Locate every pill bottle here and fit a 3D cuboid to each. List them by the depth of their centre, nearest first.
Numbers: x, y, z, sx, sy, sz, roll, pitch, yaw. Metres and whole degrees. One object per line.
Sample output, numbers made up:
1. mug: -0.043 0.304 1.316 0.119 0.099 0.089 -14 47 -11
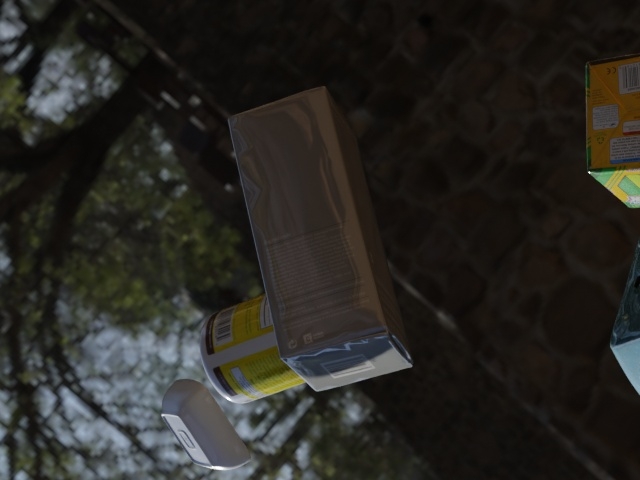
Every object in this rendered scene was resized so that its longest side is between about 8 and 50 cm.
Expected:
1. pill bottle: -0.029 0.111 1.597 0.117 0.215 0.117 43 -145 -42

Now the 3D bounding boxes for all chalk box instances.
1. chalk box: 0.390 -0.114 1.499 0.132 0.132 0.213 -6 164 29

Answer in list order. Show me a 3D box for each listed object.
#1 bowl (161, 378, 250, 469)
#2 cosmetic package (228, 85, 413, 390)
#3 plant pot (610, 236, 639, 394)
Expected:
1. bowl: -0.171 0.269 1.914 0.142 0.053 0.142 58 156 -11
2. cosmetic package: 0.000 0.000 1.189 0.127 0.107 0.238 50 -153 -67
3. plant pot: 0.443 0.082 1.349 0.252 0.247 0.248 24 160 -10
